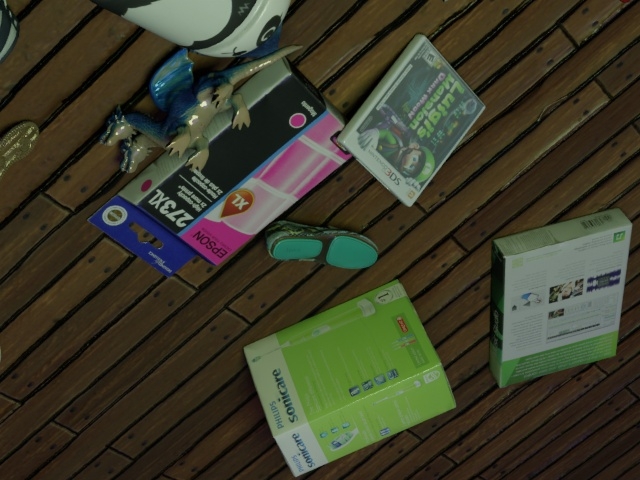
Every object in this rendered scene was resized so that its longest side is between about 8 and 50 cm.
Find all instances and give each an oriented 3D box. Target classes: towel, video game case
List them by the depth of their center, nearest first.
[{"bbox_3d":[-0.110,-0.269,1.434,0.120,0.029,0.067,-2,129,-19],"label":"towel"},{"bbox_3d":[0.133,-0.168,1.567,0.190,0.022,0.173,-53,129,-4],"label":"video game case"}]

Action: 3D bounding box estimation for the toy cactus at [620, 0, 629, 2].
[{"bbox_3d":[0.431,-0.436,1.462,0.181,0.112,0.219,27,123,-24],"label":"toy cactus"}]

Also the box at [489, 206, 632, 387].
[{"bbox_3d":[0.411,0.105,1.913,0.232,0.058,0.322,-14,130,-9],"label":"box"}]

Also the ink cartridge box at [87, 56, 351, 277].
[{"bbox_3d":[-0.134,-0.084,1.557,0.371,0.069,0.176,-37,131,14],"label":"ink cartridge box"}]

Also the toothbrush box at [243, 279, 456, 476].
[{"bbox_3d":[0.044,0.218,1.768,0.283,0.206,0.122,-23,132,-2],"label":"toothbrush box"}]

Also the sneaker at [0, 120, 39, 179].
[{"bbox_3d":[-0.425,-0.115,1.442,0.118,0.067,0.042,-51,131,-17],"label":"sneaker"}]

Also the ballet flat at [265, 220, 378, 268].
[{"bbox_3d":[0.000,0.000,1.671,0.188,0.070,0.070,9,124,-31],"label":"ballet flat"}]

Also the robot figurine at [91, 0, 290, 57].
[{"bbox_3d":[-0.156,-0.306,1.204,0.278,0.209,0.173,20,106,-46],"label":"robot figurine"}]

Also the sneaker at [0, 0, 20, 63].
[{"bbox_3d":[-0.391,-0.319,1.250,0.099,0.153,0.282,13,91,1],"label":"sneaker"}]

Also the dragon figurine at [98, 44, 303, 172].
[{"bbox_3d":[-0.166,-0.188,1.428,0.289,0.144,0.085,-47,143,8],"label":"dragon figurine"}]
